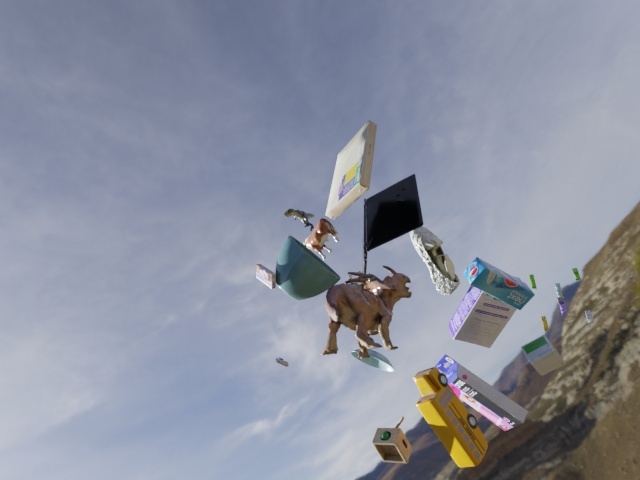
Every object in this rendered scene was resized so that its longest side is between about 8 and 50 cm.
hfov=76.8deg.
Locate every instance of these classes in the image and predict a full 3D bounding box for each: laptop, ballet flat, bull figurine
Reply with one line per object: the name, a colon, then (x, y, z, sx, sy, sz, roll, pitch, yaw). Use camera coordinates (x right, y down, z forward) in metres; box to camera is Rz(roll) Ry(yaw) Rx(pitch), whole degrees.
laptop: (0.315, -0.037, 1.872, 0.235, 0.382, 0.408, 2, -49, 6)
ballet flat: (0.597, 0.075, 2.062, 0.146, 0.410, 0.147, -20, -20, -8)
bull figurine: (0.000, 0.000, 2.521, 0.101, 0.188, 0.311, -40, -14, -43)

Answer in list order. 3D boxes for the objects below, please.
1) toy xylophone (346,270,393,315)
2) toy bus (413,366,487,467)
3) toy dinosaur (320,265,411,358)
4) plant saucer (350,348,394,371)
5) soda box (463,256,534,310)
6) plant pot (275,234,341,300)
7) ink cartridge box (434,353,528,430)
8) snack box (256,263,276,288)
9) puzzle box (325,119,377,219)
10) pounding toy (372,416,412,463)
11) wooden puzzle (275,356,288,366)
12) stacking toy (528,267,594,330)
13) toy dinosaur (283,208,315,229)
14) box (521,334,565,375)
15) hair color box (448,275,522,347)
toy xylophone: (0.230, 0.295, 2.033, 0.081, 0.323, 0.236, -15, -35, -41)
toy bus: (0.464, 0.643, 1.487, 0.130, 0.333, 0.108, -29, -8, -43)
toy dinosaur: (0.079, 0.134, 0.848, 0.127, 0.201, 0.295, -22, -27, 33)
plant saucer: (0.222, 0.493, 1.694, 0.195, 0.194, 0.038, 72, -141, -58)
soda box: (0.553, 0.135, 1.256, 0.209, 0.067, 0.071, 26, -65, -16)
plant pot: (-0.083, 0.142, 1.740, 0.195, 0.290, 0.290, -50, -31, 1)
ink cartridge box: (0.645, 0.630, 1.679, 0.069, 0.370, 0.176, -44, -23, -26)
snack box: (-0.237, 0.153, 1.753, 0.022, 0.178, 0.064, -5, -77, -29)
puzzle box: (0.141, -0.319, 1.825, 0.052, 0.410, 0.272, 26, -37, -20)
pounding toy: (0.289, 0.785, 1.596, 0.130, 0.141, 0.100, -19, 18, 35)
wooden puzzle: (-0.193, 0.612, 2.028, 0.116, 0.078, 0.014, 78, -145, -83)
stacking toy: (0.900, 0.221, 1.515, 0.166, 0.222, 0.052, -16, 1, 27)
toy dinosaur: (-0.082, -0.116, 2.207, 0.064, 0.118, 0.268, -41, -25, 25)
box: (0.840, 0.434, 1.526, 0.101, 0.087, 0.102, -38, -64, 21)
hair color box: (0.719, 0.299, 1.759, 0.184, 0.110, 0.339, 15, -58, -6)
